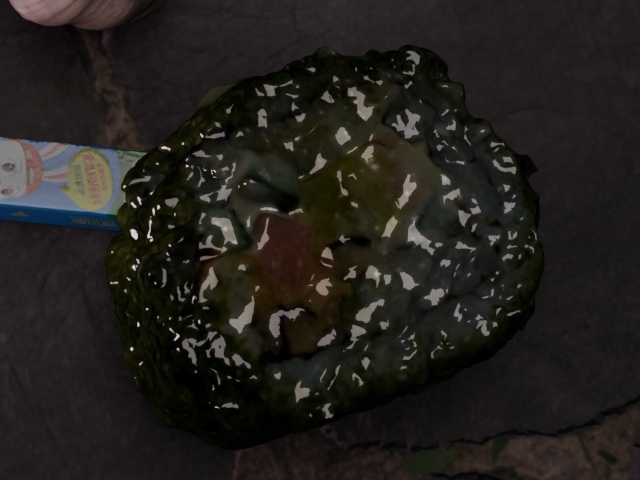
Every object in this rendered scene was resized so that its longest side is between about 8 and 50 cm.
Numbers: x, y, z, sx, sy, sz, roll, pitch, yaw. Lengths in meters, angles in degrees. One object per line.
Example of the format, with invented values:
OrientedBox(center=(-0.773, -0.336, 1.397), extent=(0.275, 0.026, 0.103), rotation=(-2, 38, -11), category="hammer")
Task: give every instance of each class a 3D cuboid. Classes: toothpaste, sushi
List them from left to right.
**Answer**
OrientedBox(center=(-0.243, -0.052, 1.547), extent=(0.266, 0.050, 0.065), rotation=(6, 74, -7), category="toothpaste")
OrientedBox(center=(0.000, 0.000, 1.475), extent=(0.352, 0.178, 0.294), rotation=(-22, 86, -23), category="sushi")

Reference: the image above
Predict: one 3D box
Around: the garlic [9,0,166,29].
OrientedBox(center=(-0.176, -0.316, 1.498), extent=(0.245, 0.253, 0.245), rotation=(31, 45, -36), category="garlic")
